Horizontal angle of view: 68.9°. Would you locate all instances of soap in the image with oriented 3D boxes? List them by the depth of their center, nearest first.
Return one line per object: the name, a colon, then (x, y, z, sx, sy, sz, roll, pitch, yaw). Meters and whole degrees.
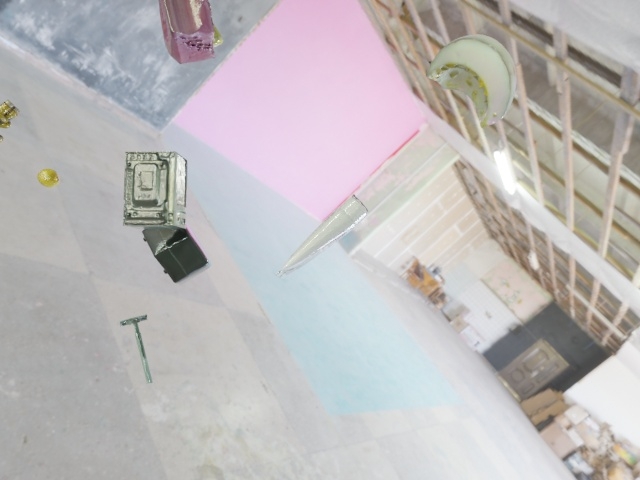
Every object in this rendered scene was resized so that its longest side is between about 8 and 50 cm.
soap: (-0.365, -0.642, 1.232, 0.220, 0.127, 0.325, 155, -75, -72)

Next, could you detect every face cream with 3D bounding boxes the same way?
face cream: (0.000, 0.000, 1.027, 0.058, 0.243, 0.092, 48, -4, 9)

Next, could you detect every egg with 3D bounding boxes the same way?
egg: (0.468, -0.486, 1.353, 0.271, 0.207, 0.161, 40, 48, 17)

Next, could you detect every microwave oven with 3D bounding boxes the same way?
microwave oven: (-0.458, -0.136, 1.297, 0.129, 0.162, 0.205, 91, -2, -86)

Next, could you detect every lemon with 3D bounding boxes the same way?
lemon: (-0.950, -0.218, 1.634, 0.092, 0.065, 0.065, 15, 3, 15)

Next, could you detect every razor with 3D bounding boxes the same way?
razor: (-0.554, 0.339, 1.446, 0.084, 0.036, 0.211, -13, 77, -30)

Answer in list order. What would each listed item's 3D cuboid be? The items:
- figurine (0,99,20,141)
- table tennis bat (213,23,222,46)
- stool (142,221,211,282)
figurine: (-0.810, -0.283, 1.147, 0.068, 0.143, 0.102, 35, -41, 33)
table tennis bat: (-0.427, -0.773, 1.459, 0.369, 0.054, 0.224, 56, 34, -10)
stool: (-0.466, 0.027, 1.523, 0.232, 0.141, 0.232, 55, -11, 16)
